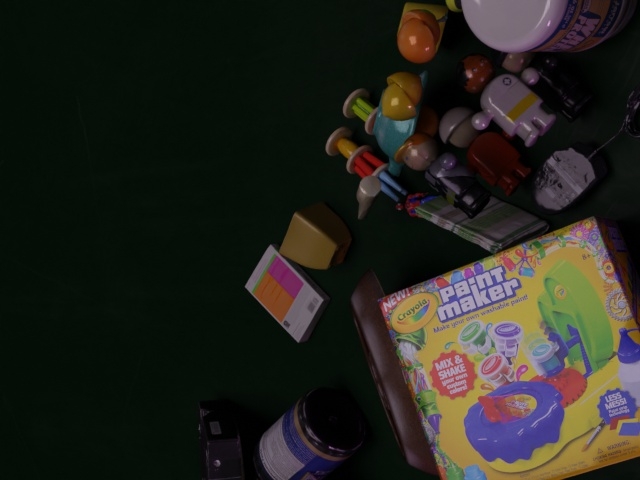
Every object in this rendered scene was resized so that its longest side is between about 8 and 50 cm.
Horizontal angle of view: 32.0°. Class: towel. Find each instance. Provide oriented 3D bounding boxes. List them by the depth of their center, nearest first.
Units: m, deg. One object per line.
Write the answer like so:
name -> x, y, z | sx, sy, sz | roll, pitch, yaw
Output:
towel -> 0.219, -0.028, 1.519 | 0.152, 0.113, 0.023 | 28, 128, 39

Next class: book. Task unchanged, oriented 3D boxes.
book -> -0.054, 0.087, 1.861 | 0.144, 0.035, 0.096 | 46, 123, 28

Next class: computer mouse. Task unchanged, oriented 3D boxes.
computer mouse -> 0.360, -0.120, 1.422 | 0.242, 0.041, 0.071 | -46, 75, 32

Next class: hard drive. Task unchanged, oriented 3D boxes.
hard drive -> -0.170, 0.471, 1.939 | 0.237, 0.064, 0.339 | -142, 51, -78

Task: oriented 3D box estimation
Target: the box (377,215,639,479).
box -> 0.270, 0.151, 1.392 | 0.290, 0.177, 0.279 | -23, 80, 21

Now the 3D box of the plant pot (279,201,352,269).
plant pot -> 0.000, 0.000, 1.762 | 0.083, 0.081, 0.081 | 34, 120, 21

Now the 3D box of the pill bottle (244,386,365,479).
pill bottle -> -0.033, 0.342, 1.823 | 0.219, 0.123, 0.123 | -48, 65, 39

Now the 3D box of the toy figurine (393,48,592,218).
toy figurine -> 0.217, -0.153, 1.426 | 0.148, 0.209, 0.213 | 45, 127, 13

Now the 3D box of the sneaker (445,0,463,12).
sneaker -> 0.195, -0.456, 1.488 | 0.123, 0.109, 0.295 | -150, 56, -66

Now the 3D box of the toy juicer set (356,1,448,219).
toy juicer set -> 0.119, -0.161, 1.515 | 0.089, 0.209, 0.329 | 15, 102, 0

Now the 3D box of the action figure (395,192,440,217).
action figure -> 0.156, -0.053, 1.634 | 0.115, 0.030, 0.038 | -3, 100, 46

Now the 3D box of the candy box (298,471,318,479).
candy box -> 0.040, 0.537, 1.748 | 0.316, 0.087, 0.183 | 40, 125, 10

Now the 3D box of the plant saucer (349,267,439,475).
plant saucer -> 0.102, 0.192, 1.576 | 0.310, 0.050, 0.310 | 161, 90, -89

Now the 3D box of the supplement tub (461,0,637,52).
supplement tub -> 0.280, -0.300, 1.346 | 0.144, 0.200, 0.144 | 10, 105, 44

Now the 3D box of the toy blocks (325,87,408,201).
toy blocks -> 0.087, -0.139, 1.666 | 0.148, 0.054, 0.123 | 43, 122, 29
